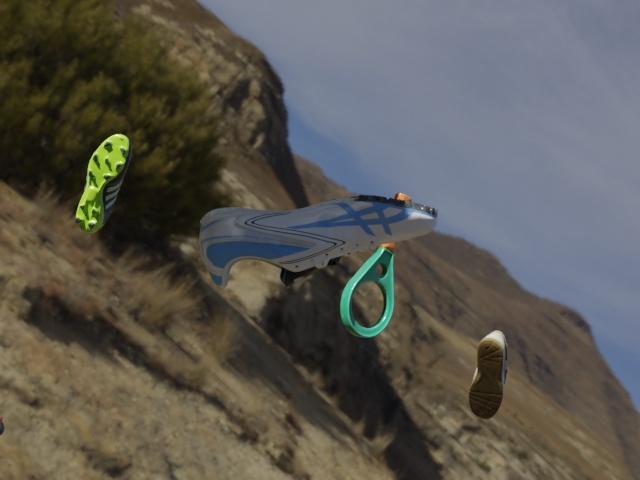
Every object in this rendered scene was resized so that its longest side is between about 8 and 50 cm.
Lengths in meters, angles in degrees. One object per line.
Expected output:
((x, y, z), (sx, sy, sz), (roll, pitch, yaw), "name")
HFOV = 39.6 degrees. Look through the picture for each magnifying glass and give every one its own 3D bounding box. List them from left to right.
((0.093, 0.037, 1.360), (0.092, 0.230, 0.026), (28, -17, -34), "magnifying glass")

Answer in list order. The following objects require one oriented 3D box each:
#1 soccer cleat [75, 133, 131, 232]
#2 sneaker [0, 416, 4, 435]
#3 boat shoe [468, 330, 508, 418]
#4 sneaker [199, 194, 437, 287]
((-0.360, -0.097, 1.488), (0.060, 0.178, 0.072), (26, 12, 4), "soccer cleat")
((-0.544, 0.242, 1.132), (0.262, 0.125, 0.104), (13, 23, -31), "sneaker")
((0.239, 0.187, 1.239), (0.050, 0.135, 0.045), (18, 32, 22), "boat shoe")
((0.000, 0.000, 0.885), (0.085, 0.237, 0.086), (173, -90, -86), "sneaker")
